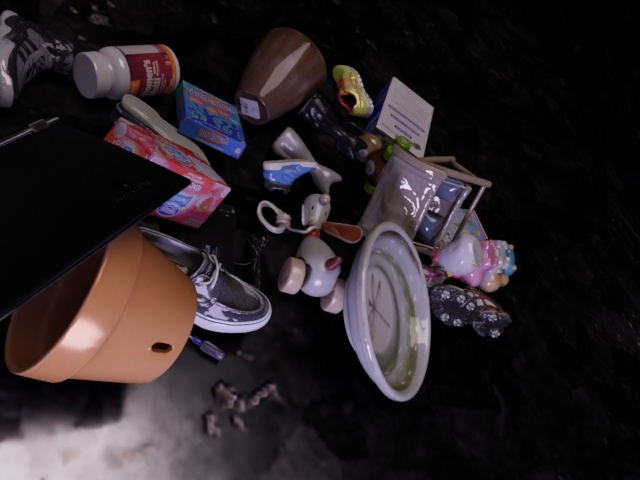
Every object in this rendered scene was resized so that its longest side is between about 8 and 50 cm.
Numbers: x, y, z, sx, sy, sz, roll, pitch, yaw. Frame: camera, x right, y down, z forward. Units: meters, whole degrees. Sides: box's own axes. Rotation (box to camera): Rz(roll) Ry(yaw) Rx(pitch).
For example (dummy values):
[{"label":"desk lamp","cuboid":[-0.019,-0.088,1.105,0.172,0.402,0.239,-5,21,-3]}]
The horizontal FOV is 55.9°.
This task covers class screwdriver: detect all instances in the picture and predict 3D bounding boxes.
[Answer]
[{"label":"screwdriver","cuboid":[-0.259,0.182,1.176,0.170,0.024,0.025,34,12,-1]}]

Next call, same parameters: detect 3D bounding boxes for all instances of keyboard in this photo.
[{"label":"keyboard","cuboid":[-0.212,0.049,1.311,0.201,0.033,0.317,14,50,-21]}]

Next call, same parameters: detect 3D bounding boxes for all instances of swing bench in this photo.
[{"label":"swing bench","cuboid":[0.271,-0.096,1.613,0.254,0.253,0.165,3,31,-38]}]

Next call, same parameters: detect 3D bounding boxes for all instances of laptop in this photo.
[{"label":"laptop","cuboid":[-0.477,-0.003,0.891,0.236,0.408,0.382,51,41,-8]}]

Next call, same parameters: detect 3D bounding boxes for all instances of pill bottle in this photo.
[{"label":"pill bottle","cuboid":[-0.451,-0.394,1.414,0.221,0.121,0.121,-24,74,-47]}]

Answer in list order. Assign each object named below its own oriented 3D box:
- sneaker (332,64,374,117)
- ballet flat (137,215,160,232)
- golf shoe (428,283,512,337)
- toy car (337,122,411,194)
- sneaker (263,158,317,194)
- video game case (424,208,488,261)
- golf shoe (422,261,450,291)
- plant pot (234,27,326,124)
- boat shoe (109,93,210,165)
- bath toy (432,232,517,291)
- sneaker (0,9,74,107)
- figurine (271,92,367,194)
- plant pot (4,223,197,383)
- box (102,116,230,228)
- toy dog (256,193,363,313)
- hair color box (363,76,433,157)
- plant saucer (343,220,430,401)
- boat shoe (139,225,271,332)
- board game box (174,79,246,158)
[{"label":"sneaker","cuboid":[0.088,-0.486,1.950,0.094,0.081,0.208,-15,66,-38]},{"label":"ballet flat","cuboid":[-0.437,-0.085,1.188,0.280,0.096,0.095,42,85,4]},{"label":"golf shoe","cuboid":[0.391,0.176,1.651,0.273,0.105,0.120,26,26,-24]},{"label":"toy car","cuboid":[0.138,-0.257,1.757,0.188,0.155,0.149,36,41,6]},{"label":"sneaker","cuboid":[-0.078,-0.163,1.550,0.152,0.084,0.058,-9,20,-35]},{"label":"video game case","cuboid":[0.414,-0.019,1.865,0.285,0.025,0.204,5,54,-36]},{"label":"golf shoe","cuboid":[0.290,0.109,1.629,0.186,0.067,0.086,-14,68,-44]},{"label":"plant pot","cuboid":[-0.132,-0.427,1.657,0.215,0.215,0.230,38,57,-7]},{"label":"boat shoe","cuboid":[-0.362,-0.217,1.369,0.254,0.079,0.095,39,25,-18]},{"label":"bath toy","cuboid":[0.425,0.064,1.661,0.348,0.129,0.151,11,73,-53]},{"label":"sneaker","cuboid":[-0.610,-0.380,1.290,0.153,0.101,0.268,8,50,-31]},{"label":"figurine","cuboid":[0.000,-0.256,1.647,0.209,0.092,0.215,40,71,-11]},{"label":"plant pot","cuboid":[-0.342,0.108,0.993,0.203,0.291,0.291,33,40,-37]},{"label":"box","cuboid":[-0.317,-0.126,1.209,0.128,0.122,0.257,45,10,24]},{"label":"toy dog","cuboid":[0.000,0.000,1.418,0.220,0.161,0.334,5,55,-36]},{"label":"hair color box","cuboid":[0.252,-0.370,1.964,0.185,0.110,0.339,34,40,-12]},{"label":"plant saucer","cuboid":[0.142,0.160,1.374,0.400,0.100,0.400,23,63,-57]},{"label":"boat shoe","cuboid":[-0.241,0.078,1.162,0.335,0.119,0.121,22,47,-14]},{"label":"board game box","cuboid":[-0.273,-0.300,1.483,0.160,0.047,0.210,22,28,-30]}]
